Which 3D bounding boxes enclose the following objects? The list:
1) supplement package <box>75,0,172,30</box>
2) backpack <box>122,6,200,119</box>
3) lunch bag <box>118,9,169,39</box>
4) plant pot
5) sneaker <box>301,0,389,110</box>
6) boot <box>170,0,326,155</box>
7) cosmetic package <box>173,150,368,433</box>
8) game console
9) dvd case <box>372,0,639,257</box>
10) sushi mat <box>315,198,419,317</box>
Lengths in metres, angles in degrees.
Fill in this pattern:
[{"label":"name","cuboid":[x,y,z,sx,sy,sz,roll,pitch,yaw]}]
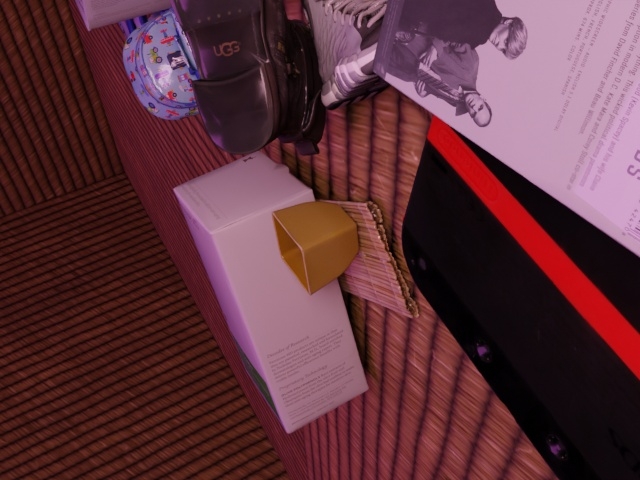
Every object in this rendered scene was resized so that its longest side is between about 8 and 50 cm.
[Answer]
[{"label":"supplement package","cuboid":[-0.259,-0.425,0.954,0.149,0.194,0.203,64,162,10]},{"label":"backpack","cuboid":[-0.180,-0.254,0.979,0.158,0.173,0.117,70,163,-8]},{"label":"lunch bag","cuboid":[-0.306,-0.432,1.213,0.243,0.115,0.303,62,167,19]},{"label":"plant pot","cuboid":[0.000,0.000,0.854,0.081,0.083,0.081,51,159,42]},{"label":"sneaker","cuboid":[0.029,-0.195,0.593,0.132,0.086,0.229,70,164,-4]},{"label":"boot","cuboid":[-0.052,-0.202,0.676,0.229,0.091,0.262,-41,-51,-69]},{"label":"cosmetic package","cuboid":[-0.068,0.076,1.054,0.197,0.155,0.365,40,152,57]},{"label":"game console","cuboid":[0.195,0.036,0.469,0.386,0.060,0.342,55,154,30]},{"label":"dvd case","cuboid":[0.125,-0.124,0.375,0.238,0.030,0.179,45,136,37]},{"label":"sushi mat","cuboid":[0.032,0.012,0.955,0.151,0.019,0.316,69,163,-12]}]
